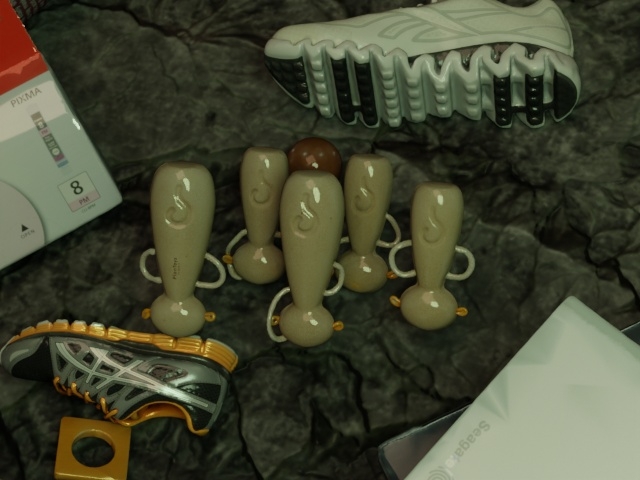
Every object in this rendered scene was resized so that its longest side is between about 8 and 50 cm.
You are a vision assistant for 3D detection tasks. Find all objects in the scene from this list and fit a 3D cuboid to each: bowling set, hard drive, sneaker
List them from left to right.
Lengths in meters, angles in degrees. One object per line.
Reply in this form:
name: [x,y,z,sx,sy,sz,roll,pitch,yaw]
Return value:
sneaker: [-0.183,0.122,1.313,0.214,0.084,0.083,4,72,11]
bowling set: [0.000,0.000,1.317,0.287,0.200,0.154,6,106,10]
sneaker: [0.094,-0.175,1.387,0.292,0.110,0.118,3,59,3]
hard drive: [0.223,0.204,0.989,0.307,0.040,0.203,39,78,22]

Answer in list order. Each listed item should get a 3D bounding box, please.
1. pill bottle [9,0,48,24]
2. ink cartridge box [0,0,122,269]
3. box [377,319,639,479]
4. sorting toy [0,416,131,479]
pill bottle: [-0.346,-0.317,1.456,0.224,0.224,0.392,39,78,23]
ink cartridge box: [-0.318,-0.091,1.365,0.189,0.232,0.066,-29,28,-3]
box: [0.262,0.282,1.085,0.293,0.212,0.395,-25,65,-1]
sorting toy: [-0.208,0.298,1.219,0.196,0.047,0.348,17,46,-2]
